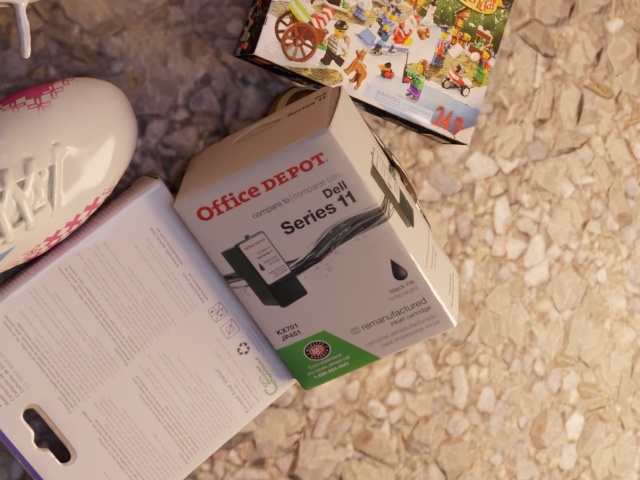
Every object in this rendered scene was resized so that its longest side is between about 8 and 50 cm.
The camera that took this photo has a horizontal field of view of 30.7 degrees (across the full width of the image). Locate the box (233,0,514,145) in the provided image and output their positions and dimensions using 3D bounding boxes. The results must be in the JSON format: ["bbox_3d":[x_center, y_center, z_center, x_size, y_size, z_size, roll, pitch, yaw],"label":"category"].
[{"bbox_3d":[0.054,-0.195,1.025,0.233,0.044,0.159,19,88,-30],"label":"box"}]

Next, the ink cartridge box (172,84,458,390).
[{"bbox_3d":[0.000,0.000,0.958,0.153,0.087,0.208,-26,114,20],"label":"ink cartridge box"}]

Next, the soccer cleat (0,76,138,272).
[{"bbox_3d":[-0.255,-0.008,0.823,0.331,0.143,0.116,-35,112,-21],"label":"soccer cleat"}]

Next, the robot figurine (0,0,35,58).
[{"bbox_3d":[-0.232,-0.294,0.724,0.200,0.300,0.353,-24,79,-49],"label":"robot figurine"}]

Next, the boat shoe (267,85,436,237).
[{"bbox_3d":[0.040,-0.042,1.021,0.080,0.073,0.223,-46,115,-16],"label":"boat shoe"}]

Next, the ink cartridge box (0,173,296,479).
[{"bbox_3d":[-0.161,0.099,0.945,0.224,0.045,0.223,-40,113,-18],"label":"ink cartridge box"}]
